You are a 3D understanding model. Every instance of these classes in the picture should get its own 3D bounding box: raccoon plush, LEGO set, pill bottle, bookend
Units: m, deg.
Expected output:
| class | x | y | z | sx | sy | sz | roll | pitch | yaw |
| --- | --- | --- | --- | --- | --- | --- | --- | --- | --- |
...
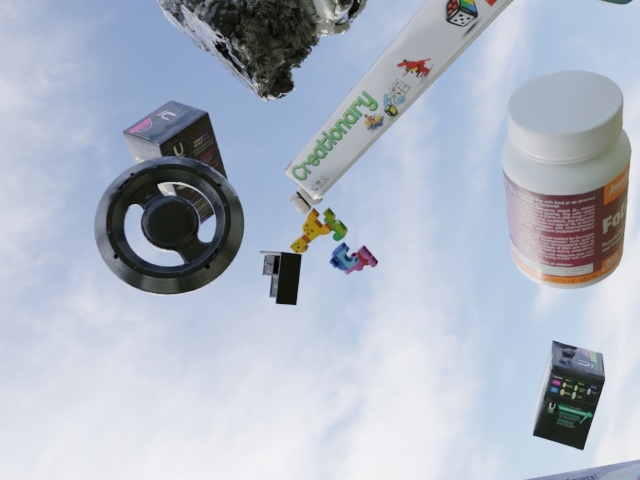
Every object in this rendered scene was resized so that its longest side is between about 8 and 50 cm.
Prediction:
| class | x | y | z | sx | sy | sz | roll | pitch | yaw |
| --- | --- | --- | --- | --- | --- | --- | --- | --- | --- |
| raccoon plush | -0.104 | -0.460 | 1.127 | 0.299 | 0.446 | 0.216 | -45 | -31 | -3 |
| LEGO set | 0.000 | 0.000 | 1.274 | 0.093 | 0.227 | 0.087 | -37 | 8 | 28 |
| pill bottle | 0.467 | -0.108 | 1.222 | 0.224 | 0.224 | 0.392 | -46 | -42 | -23 |
| bookend | -0.131 | 0.112 | 1.961 | 0.072 | 0.157 | 0.156 | 8 | -93 | -30 |

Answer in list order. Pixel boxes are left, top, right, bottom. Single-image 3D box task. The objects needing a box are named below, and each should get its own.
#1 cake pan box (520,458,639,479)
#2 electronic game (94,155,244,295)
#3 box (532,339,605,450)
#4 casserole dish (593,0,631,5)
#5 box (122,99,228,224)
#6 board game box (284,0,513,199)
| class | x | y | z | sx | sy | sz | roll | pitch | yaw |
| --- | --- | --- | --- | --- | --- | --- | --- | --- | --- |
| cake pan box | 0.448 | 0.438 | 0.947 | 0.267 | 0.246 | 0.070 | -6 | -75 | -7 |
| electronic game | -0.234 | -0.026 | 0.998 | 0.229 | 0.229 | 0.048 | -49 | -7 | -19 |
| box | 0.250 | 0.155 | 0.647 | 0.062 | 0.052 | 0.083 | -37 | -42 | -65 |
| casserole dish | 0.494 | -0.447 | 1.071 | 0.188 | 0.037 | 0.114 | -1 | -36 | -31 |
| box | -0.348 | -0.184 | 1.594 | 0.165 | 0.143 | 0.270 | -44 | -38 | -32 |
| board game box | 0.095 | -0.182 | 0.628 | 0.305 | 0.053 | 0.193 | -43 | 8 | 47 |
